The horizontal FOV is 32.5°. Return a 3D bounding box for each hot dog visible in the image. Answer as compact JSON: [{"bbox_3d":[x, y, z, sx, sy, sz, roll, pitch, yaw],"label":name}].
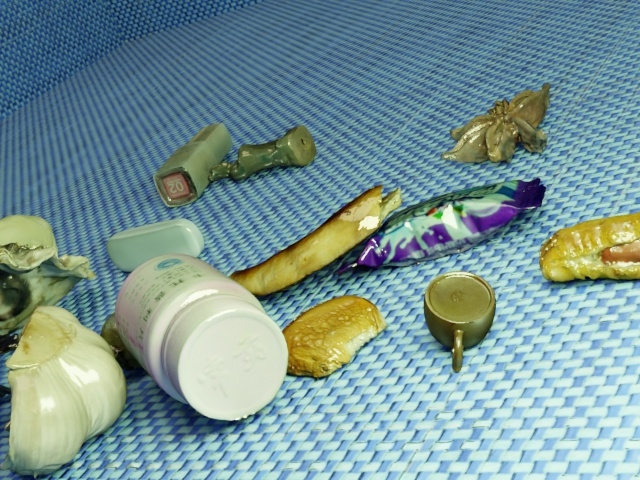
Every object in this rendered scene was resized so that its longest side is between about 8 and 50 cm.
[{"bbox_3d":[0.368,-0.004,1.153,0.289,0.068,0.083,-11,17,31],"label":"hot dog"}]

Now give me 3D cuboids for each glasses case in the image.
[{"bbox_3d":[-0.267,0.009,1.771,0.179,0.067,0.045,-11,26,28],"label":"glasses case"}]

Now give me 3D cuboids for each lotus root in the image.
[{"bbox_3d":[-0.228,0.115,1.463,0.088,0.088,0.165,-7,16,37],"label":"lotus root"}]

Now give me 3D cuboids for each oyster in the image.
[{"bbox_3d":[-0.529,0.062,1.684,0.352,0.238,0.114,-4,62,-3],"label":"oyster"}]

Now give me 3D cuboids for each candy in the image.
[{"bbox_3d":[0.157,-0.021,1.415,0.275,0.070,0.145,-20,13,19],"label":"candy"}]

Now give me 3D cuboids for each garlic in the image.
[{"bbox_3d":[-0.306,0.181,1.315,0.143,0.178,0.229,4,35,-16],"label":"garlic"}]

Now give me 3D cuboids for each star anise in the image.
[{"bbox_3d":[0.270,-0.162,1.654,0.172,0.063,0.208,-19,24,22],"label":"star anise"}]

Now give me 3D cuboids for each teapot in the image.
[{"bbox_3d":[0.147,0.086,1.168,0.076,0.068,0.121,1,47,6],"label":"teapot"}]

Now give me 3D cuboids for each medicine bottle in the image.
[{"bbox_3d":[-0.142,0.109,1.283,0.152,0.152,0.254,-29,20,-17],"label":"medicine bottle"}]

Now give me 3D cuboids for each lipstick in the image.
[{"bbox_3d":[-0.240,-0.153,2.122,0.079,0.077,0.253,-15,23,20],"label":"lipstick"}]

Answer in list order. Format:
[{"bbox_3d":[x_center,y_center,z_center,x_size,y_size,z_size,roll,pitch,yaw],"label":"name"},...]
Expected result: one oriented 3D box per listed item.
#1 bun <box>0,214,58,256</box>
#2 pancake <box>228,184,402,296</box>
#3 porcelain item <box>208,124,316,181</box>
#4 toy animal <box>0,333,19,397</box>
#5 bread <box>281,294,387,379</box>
[{"bbox_3d":[-0.554,0.054,1.872,0.229,0.145,0.229,-27,-13,-7],"label":"bun"},{"bbox_3d":[0.000,0.000,1.462,0.257,0.056,0.212,-40,11,-20],"label":"pancake"},{"bbox_3d":[-0.115,-0.149,2.018,0.216,0.069,0.081,-15,26,32],"label":"porcelain item"},{"bbox_3d":[-0.503,0.187,1.450,0.273,0.160,0.197,0,31,45],"label":"toy animal"},{"bbox_3d":[0.006,0.108,1.286,0.129,0.044,0.126,-33,24,-33],"label":"bread"}]
